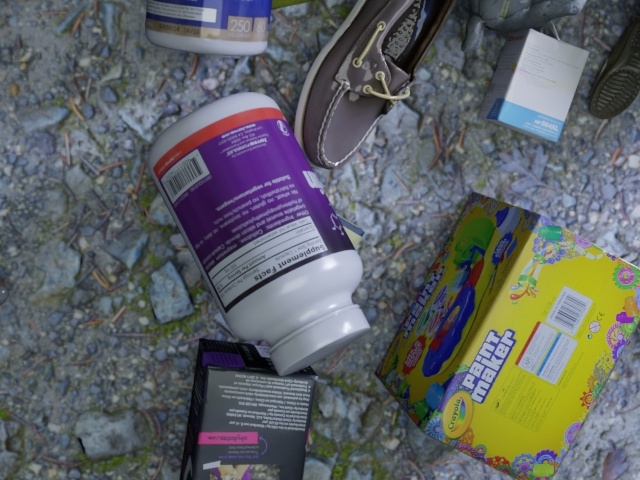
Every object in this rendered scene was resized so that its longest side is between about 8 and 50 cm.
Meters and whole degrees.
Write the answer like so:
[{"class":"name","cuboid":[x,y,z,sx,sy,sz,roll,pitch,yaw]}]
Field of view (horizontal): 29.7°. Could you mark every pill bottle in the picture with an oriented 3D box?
[{"class":"pill bottle","cuboid":[-0.068,-0.006,1.469,0.182,0.181,0.323,-27,79,-4]},{"class":"pill bottle","cuboid":[-0.127,-0.363,1.457,0.153,0.153,0.264,4,105,-9]}]

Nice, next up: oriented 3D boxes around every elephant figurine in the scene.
[{"class":"elephant figurine","cuboid":[0.278,-0.364,1.548,0.186,0.239,0.169,-3,116,17]}]

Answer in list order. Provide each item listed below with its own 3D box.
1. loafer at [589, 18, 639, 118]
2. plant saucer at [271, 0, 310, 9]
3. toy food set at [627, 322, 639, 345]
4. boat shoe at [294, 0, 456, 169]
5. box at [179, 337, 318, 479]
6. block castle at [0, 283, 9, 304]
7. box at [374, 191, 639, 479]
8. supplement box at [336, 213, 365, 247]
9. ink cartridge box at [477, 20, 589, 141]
[{"class":"loafer","cuboid":[0.411,-0.232,1.627,0.056,0.050,0.148,27,108,-8]},{"class":"plant saucer","cuboid":[-0.004,-0.405,1.539,0.188,0.045,0.188,-13,100,-6]},{"class":"toy food set","cuboid":[0.475,0.124,1.652,0.232,0.111,0.104,-21,100,-8]},{"class":"boat shoe","cuboid":[0.076,-0.230,1.533,0.117,0.097,0.324,28,91,-47]},{"class":"box","cuboid":[-0.101,0.279,1.557,0.143,0.165,0.270,8,97,-11]},{"class":"block castle","cuboid":[-0.537,-0.060,1.377,0.213,0.303,0.453,-18,100,1]},{"class":"box","cuboid":[0.236,0.116,1.530,0.177,0.279,0.290,27,92,-12]},{"class":"supplement box","cuboid":[0.000,0.000,1.589,0.083,0.056,0.083,30,92,-11]},{"class":"ink cartridge box","cuboid":[0.283,-0.213,1.586,0.090,0.092,0.143,19,95,-11]}]
